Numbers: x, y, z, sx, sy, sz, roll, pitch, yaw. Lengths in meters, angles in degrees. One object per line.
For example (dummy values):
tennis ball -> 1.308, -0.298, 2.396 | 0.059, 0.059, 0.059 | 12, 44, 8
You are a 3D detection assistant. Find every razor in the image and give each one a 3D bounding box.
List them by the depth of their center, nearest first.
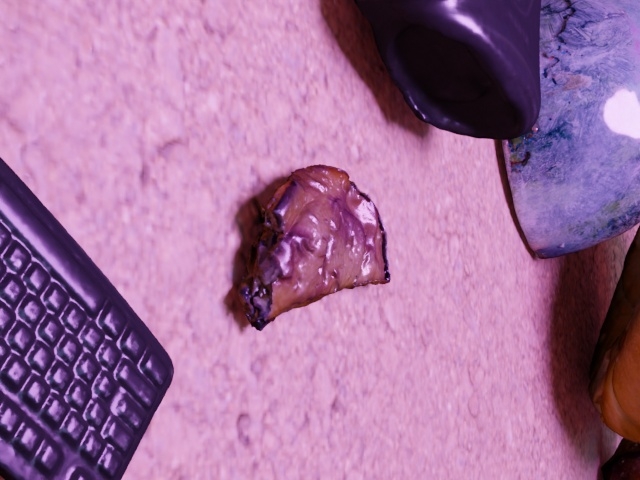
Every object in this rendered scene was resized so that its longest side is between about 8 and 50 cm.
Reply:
razor -> 0.114, -0.252, 0.758 | 0.204, 0.114, 0.348 | 42, 53, -48

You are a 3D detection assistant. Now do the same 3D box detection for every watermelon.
watermelon -> 0.282, -0.162, 0.965 | 0.188, 0.175, 0.321 | 45, 47, -48

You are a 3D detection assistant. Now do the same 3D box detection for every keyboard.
keyboard -> -0.125, 0.031, 0.377 | 0.381, 0.041, 0.103 | 60, 39, -35

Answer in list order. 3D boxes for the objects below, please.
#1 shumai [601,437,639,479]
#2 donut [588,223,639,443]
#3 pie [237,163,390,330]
shumai -> 0.371, 0.310, 1.093 | 0.201, 0.120, 0.201 | -167, -90, -80
donut -> 0.404, 0.052, 1.033 | 0.360, 0.170, 0.360 | 21, 90, -79
pie -> 0.000, 0.000, 0.601 | 0.170, 0.034, 0.092 | -21, 107, -58
